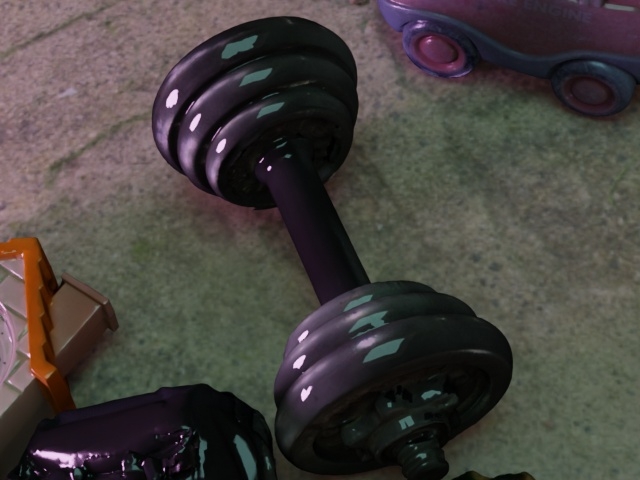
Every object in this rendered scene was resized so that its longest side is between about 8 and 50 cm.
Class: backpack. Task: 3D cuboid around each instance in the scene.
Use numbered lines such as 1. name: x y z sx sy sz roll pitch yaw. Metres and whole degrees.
1. backpack: -0.124 0.216 0.886 0.206 0.133 0.258 -13 59 23

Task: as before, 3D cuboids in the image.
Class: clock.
1. clock: -0.292 0.102 0.993 0.220 0.106 0.255 30 65 19

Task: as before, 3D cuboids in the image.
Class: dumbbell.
1. dumbbell: 0.000 0.000 0.996 0.179 0.179 0.406 -20 60 -9

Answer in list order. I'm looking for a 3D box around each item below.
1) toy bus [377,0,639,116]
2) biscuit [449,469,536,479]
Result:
1. toy bus: 0.192 -0.262 1.112 0.294 0.232 0.197 18 62 13
2. biscuit: 0.030 0.270 0.789 0.344 0.287 0.057 -45 103 -16
